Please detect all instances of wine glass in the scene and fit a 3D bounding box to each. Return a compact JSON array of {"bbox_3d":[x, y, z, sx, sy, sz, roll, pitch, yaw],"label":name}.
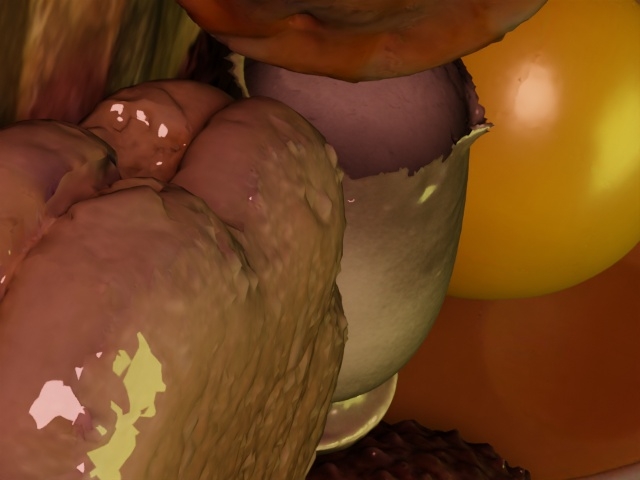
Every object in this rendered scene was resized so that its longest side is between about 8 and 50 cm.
[{"bbox_3d":[0.000,0.000,0.712,0.204,0.111,0.111,105,10,-52],"label":"wine glass"}]

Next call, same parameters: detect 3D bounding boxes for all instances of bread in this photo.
[{"bbox_3d":[-0.057,0.056,0.549,0.337,0.102,0.183,90,20,-62],"label":"bread"}]

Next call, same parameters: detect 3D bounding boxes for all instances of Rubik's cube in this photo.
[{"bbox_3d":[0.204,0.006,1.201,0.351,0.347,0.352,-49,158,-67],"label":"Rubik's cube"}]

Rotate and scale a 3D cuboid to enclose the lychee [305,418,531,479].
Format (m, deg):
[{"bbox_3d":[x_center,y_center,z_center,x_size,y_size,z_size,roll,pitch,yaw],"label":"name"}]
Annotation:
[{"bbox_3d":[0.039,0.243,0.994,0.300,0.300,0.300,21,90,-82],"label":"lychee"}]

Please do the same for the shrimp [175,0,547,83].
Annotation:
[{"bbox_3d":[0.023,-0.133,0.429,0.059,0.145,0.254,-83,-176,-46],"label":"shrimp"}]

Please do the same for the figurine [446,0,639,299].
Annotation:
[{"bbox_3d":[0.103,-0.140,0.856,0.215,0.187,0.344,132,-26,-79],"label":"figurine"}]
